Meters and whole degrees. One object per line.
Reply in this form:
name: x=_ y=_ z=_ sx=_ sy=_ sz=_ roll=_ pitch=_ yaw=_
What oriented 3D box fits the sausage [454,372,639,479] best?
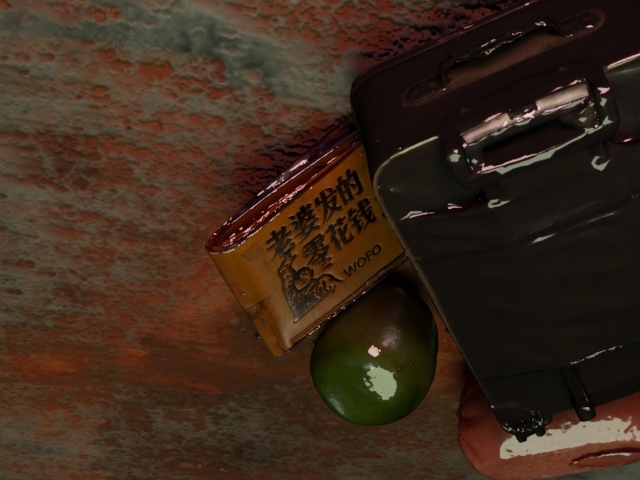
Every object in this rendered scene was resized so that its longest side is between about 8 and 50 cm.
sausage: x=0.295 y=0.194 z=1.058 sx=0.280 sy=0.152 sz=0.152 roll=-10 pitch=134 yaw=6

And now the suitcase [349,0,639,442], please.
suitcase: x=0.218 y=-0.017 z=0.815 sx=0.283 sy=0.194 sz=0.434 roll=-22 pitch=131 yaw=13

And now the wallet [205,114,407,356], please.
wallet: x=0.001 y=0.001 z=0.857 sx=0.195 sy=0.042 sz=0.161 roll=-40 pitch=129 yaw=-13

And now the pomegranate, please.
pomegranate: x=0.029 y=0.106 z=0.963 sx=0.191 sy=0.152 sz=0.131 roll=21 pitch=129 yaw=-4
